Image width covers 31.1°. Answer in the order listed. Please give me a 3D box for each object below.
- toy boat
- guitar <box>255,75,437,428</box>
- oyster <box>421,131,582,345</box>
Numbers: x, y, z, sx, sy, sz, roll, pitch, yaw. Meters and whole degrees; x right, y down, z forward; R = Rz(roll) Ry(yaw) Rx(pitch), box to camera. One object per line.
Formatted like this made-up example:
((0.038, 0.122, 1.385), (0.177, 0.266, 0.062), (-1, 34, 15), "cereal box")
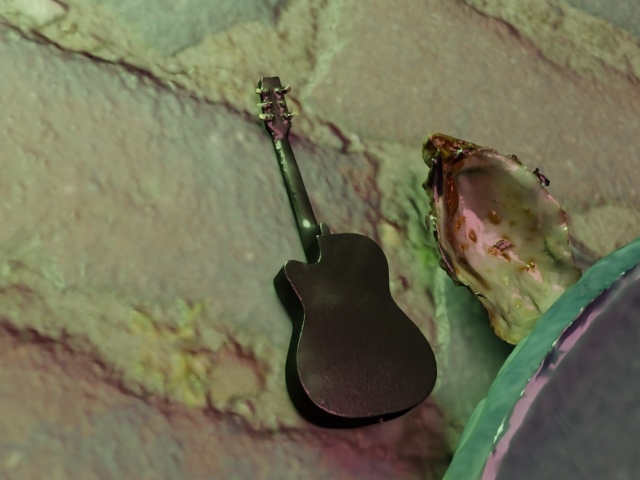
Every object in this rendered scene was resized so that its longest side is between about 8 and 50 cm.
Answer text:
((0.197, 0.122, 0.684), (0.215, 0.123, 0.330), (43, 67, -3), "toy boat")
((0.000, 0.000, 0.694), (0.088, 0.025, 0.233), (-7, 67, -26), "guitar")
((0.107, -0.003, 0.728), (0.103, 0.051, 0.148), (-19, 88, -34), "oyster")
